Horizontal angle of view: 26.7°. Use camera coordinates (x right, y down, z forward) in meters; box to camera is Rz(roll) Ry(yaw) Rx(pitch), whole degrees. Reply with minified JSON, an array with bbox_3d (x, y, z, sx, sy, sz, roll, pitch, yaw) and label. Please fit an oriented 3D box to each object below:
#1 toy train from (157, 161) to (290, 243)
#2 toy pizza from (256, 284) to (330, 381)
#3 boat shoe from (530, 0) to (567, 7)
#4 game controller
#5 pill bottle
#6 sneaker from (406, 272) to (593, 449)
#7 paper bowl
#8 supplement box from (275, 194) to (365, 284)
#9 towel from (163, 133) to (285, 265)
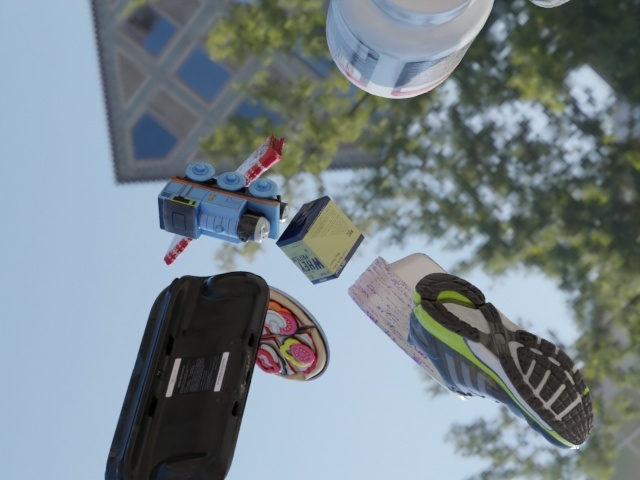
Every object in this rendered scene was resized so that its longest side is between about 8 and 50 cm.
[{"bbox_3d":[-0.139,-0.045,1.911,0.184,0.080,0.105,15,-136,14],"label":"toy train"},{"bbox_3d":[-0.075,0.152,2.144,0.201,0.201,0.032,42,-129,-1],"label":"toy pizza"},{"bbox_3d":[0.214,-0.328,1.335,0.116,0.123,0.324,44,-166,-23],"label":"boat shoe"},{"bbox_3d":[-0.158,0.172,1.630,0.067,0.166,0.319,62,-148,-48],"label":"game controller"},{"bbox_3d":[0.100,-0.274,1.514,0.176,0.176,0.318,43,174,2],"label":"pill bottle"},{"bbox_3d":[0.236,0.173,1.801,0.300,0.121,0.111,43,-126,18],"label":"sneaker"},{"bbox_3d":[0.194,0.132,2.322,0.284,0.148,0.284,42,-176,-3],"label":"paper bowl"},{"bbox_3d":[0.000,0.000,1.839,0.083,0.056,0.083,47,-125,-19],"label":"supplement box"},{"bbox_3d":[-0.165,-0.074,2.358,0.031,0.275,0.199,44,-171,-8],"label":"towel"}]
